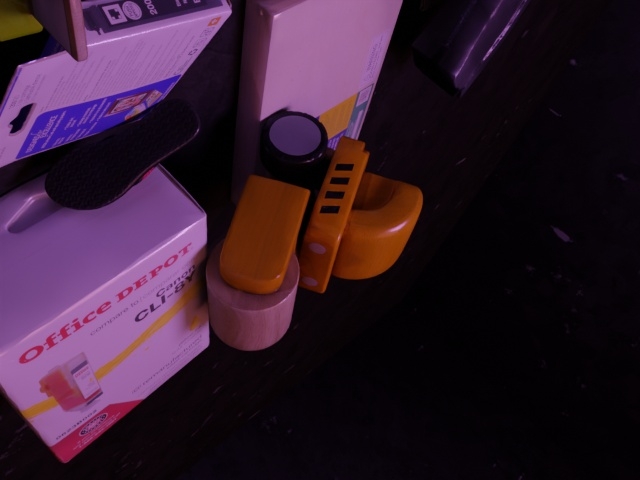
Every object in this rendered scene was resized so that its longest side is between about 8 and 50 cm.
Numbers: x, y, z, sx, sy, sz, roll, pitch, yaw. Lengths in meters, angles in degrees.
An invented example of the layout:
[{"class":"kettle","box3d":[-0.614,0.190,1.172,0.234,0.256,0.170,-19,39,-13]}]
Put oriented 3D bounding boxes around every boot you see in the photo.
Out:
[{"class":"boot","box3d":[0.346,-0.439,1.106,0.445,0.146,0.367,-59,156,9]}]

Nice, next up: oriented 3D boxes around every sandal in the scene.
[{"class":"sandal","box3d":[-0.208,-0.089,0.696,0.179,0.067,0.040,-32,-175,-7]}]

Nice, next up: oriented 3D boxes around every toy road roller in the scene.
[{"class":"toy road roller","box3d":[0.000,0.000,0.894,0.202,0.241,0.329,102,6,-58]}]

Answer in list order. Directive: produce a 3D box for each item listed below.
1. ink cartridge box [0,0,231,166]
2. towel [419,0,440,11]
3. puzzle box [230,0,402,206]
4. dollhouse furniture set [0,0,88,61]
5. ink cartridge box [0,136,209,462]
[{"class":"ink cartridge box","box3d":[-0.208,-0.146,0.580,0.208,0.045,0.206,-35,-176,-41]},{"class":"towel","box3d":[0.221,-0.453,1.066,0.148,0.027,0.110,-42,163,-14]},{"class":"puzzle box","box3d":[-0.011,-0.230,0.971,0.272,0.052,0.409,-37,160,-30]},{"class":"dollhouse furniture set","box3d":[-0.277,-0.139,0.300,0.302,0.151,0.197,-29,148,-32]},{"class":"ink cartridge box","box3d":[-0.297,0.094,0.830,0.279,0.160,0.384,-38,160,-27]}]
